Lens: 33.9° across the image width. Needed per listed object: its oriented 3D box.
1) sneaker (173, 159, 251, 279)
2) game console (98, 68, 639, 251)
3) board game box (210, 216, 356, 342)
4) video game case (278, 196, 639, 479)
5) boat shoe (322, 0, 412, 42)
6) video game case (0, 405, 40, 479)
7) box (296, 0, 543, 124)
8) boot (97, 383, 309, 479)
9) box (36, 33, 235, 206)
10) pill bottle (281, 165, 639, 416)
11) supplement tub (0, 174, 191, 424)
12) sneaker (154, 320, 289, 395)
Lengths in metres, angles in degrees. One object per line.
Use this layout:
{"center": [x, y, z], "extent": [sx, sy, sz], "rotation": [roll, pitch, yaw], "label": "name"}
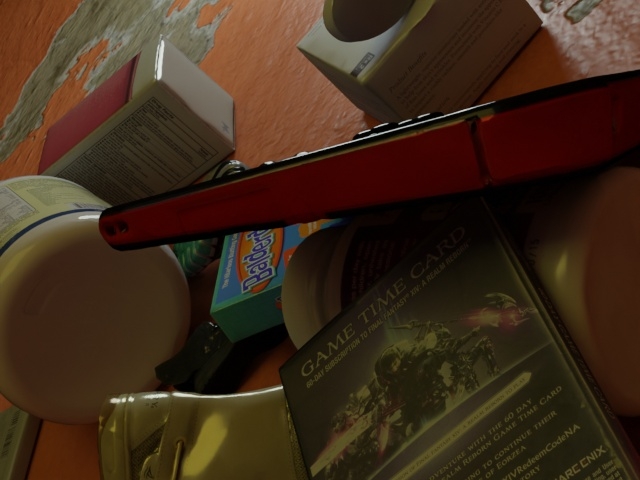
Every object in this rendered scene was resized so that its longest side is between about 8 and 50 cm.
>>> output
{"center": [-0.099, -0.009, 1.202], "extent": [0.224, 0.098, 0.083], "rotation": [136, 138, -54], "label": "sneaker"}
{"center": [0.074, -0.068, 0.791], "extent": [0.342, 0.060, 0.386], "rotation": [-8, 6, 27], "label": "game console"}
{"center": [0.000, 0.000, 1.029], "extent": [0.210, 0.047, 0.160], "rotation": [-23, 33, 18], "label": "board game box"}
{"center": [0.074, 0.121, 0.618], "extent": [0.196, 0.026, 0.274], "rotation": [-43, 38, 21], "label": "video game case"}
{"center": [0.060, -0.276, 1.047], "extent": [0.070, 0.077, 0.219], "rotation": [1, 49, 50], "label": "boat shoe"}
{"center": [-0.437, 0.323, 1.301], "extent": [0.206, 0.026, 0.227], "rotation": [-28, 39, 30], "label": "video game case"}
{"center": [0.100, -0.218, 1.116], "extent": [0.181, 0.119, 0.182], "rotation": [-49, 32, 1], "label": "box"}
{"center": [-0.062, 0.241, 0.846], "extent": [0.204, 0.261, 0.095], "rotation": [-7, 2, 0], "label": "boot"}
{"center": [-0.248, -0.139, 1.428], "extent": [0.232, 0.149, 0.126], "rotation": [-34, 35, 22], "label": "box"}
{"center": [0.112, 0.040, 0.790], "extent": [0.302, 0.169, 0.169], "rotation": [-5, 53, 47], "label": "pill bottle"}
{"center": [-0.314, 0.053, 1.232], "extent": [0.235, 0.235, 0.325], "rotation": [-54, 32, -7], "label": "supplement tub"}
{"center": [-0.098, 0.104, 1.089], "extent": [0.170, 0.051, 0.089], "rotation": [-49, 37, 7], "label": "sneaker"}
